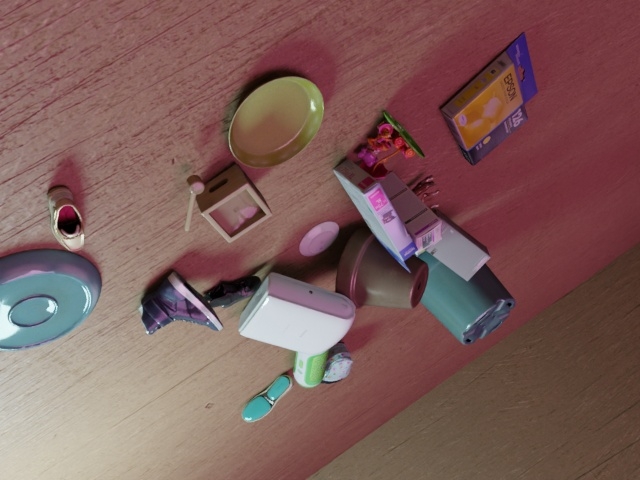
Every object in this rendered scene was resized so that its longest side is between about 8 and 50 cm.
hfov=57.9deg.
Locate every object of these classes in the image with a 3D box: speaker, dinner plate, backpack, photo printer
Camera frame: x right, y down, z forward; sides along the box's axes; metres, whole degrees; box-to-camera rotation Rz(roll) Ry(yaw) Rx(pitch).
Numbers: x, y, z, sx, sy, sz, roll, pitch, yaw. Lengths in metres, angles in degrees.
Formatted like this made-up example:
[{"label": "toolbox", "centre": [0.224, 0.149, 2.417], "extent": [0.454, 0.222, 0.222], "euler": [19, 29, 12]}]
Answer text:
[{"label": "speaker", "centre": [-0.032, 0.432, 2.160], "extent": [0.131, 0.131, 0.296], "euler": [-21, 144, -24]}, {"label": "dinner plate", "centre": [0.000, 0.000, 1.753], "extent": [0.141, 0.017, 0.141], "euler": [-25, 147, -18]}, {"label": "backpack", "centre": [0.060, 0.494, 2.335], "extent": [0.152, 0.115, 0.182], "euler": [-11, 136, -31]}, {"label": "photo printer", "centre": [-0.063, 0.235, 1.755], "extent": [0.308, 0.107, 0.256], "euler": [20, 135, -19]}]

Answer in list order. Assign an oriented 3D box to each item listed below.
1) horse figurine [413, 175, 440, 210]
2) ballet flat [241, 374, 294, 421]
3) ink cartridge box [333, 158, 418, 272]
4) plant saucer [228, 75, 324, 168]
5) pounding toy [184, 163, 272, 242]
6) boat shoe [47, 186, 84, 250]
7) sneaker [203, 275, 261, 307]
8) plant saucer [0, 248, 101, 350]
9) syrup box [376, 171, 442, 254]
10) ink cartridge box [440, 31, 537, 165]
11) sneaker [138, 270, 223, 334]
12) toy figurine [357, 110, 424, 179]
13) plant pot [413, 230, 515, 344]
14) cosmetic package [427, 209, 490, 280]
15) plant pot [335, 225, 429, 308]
[{"label": "horse figurine", "centre": [0.312, -0.102, 1.879], "extent": [0.174, 0.066, 0.263], "euler": [-35, 150, -15]}, {"label": "ballet flat", "centre": [-0.202, 0.625, 2.289], "extent": [0.248, 0.086, 0.086], "euler": [-40, 147, 2]}, {"label": "ink cartridge box", "centre": [0.161, -0.066, 1.576], "extent": [0.065, 0.186, 0.311], "euler": [-36, 126, -4]}, {"label": "plant saucer", "centre": [-0.103, -0.269, 1.299], "extent": [0.241, 0.037, 0.241], "euler": [-25, 145, -19]}, {"label": "pounding toy", "centre": [-0.245, -0.096, 1.337], "extent": [0.181, 0.094, 0.206], "euler": [-33, 138, 2]}, {"label": "boat shoe", "centre": [-0.516, -0.030, 1.181], "extent": [0.063, 0.059, 0.170], "euler": [-22, 144, -23]}, {"label": "sneaker", "centre": [-0.255, 0.146, 1.656], "extent": [0.170, 0.051, 0.089], "euler": [-32, 151, 0]}, {"label": "plant saucer", "centre": [-0.647, 0.149, 1.297], "extent": [0.318, 0.043, 0.317], "euler": [-25, 146, -18]}, {"label": "syrup box", "centre": [0.244, -0.081, 1.678], "extent": [0.096, 0.237, 0.093], "euler": [-33, 148, -8]}, {"label": "ink cartridge box", "centre": [0.523, -0.400, 1.707], "extent": [0.307, 0.072, 0.303], "euler": [-40, 147, 8]}, {"label": "sneaker", "centre": [-0.378, 0.205, 1.541], "extent": [0.163, 0.086, 0.226], "euler": [-42, 124, -5]}, {"label": "toy figurine", "centre": [0.164, -0.236, 1.547], "extent": [0.159, 0.130, 0.173], "euler": [-38, 127, 19]}, {"label": "plant pot", "centre": [0.535, 0.192, 2.209], "extent": [0.341, 0.334, 0.341], "euler": [-26, 146, -19]}, {"label": "cosmetic package", "centre": [0.457, 0.017, 2.009], "extent": [0.127, 0.238, 0.107], "euler": [-53, -175, 20]}, {"label": "plant pot", "centre": [0.202, 0.110, 1.792], "extent": [0.263, 0.229, 0.263], "euler": [-42, 142, -46]}]
